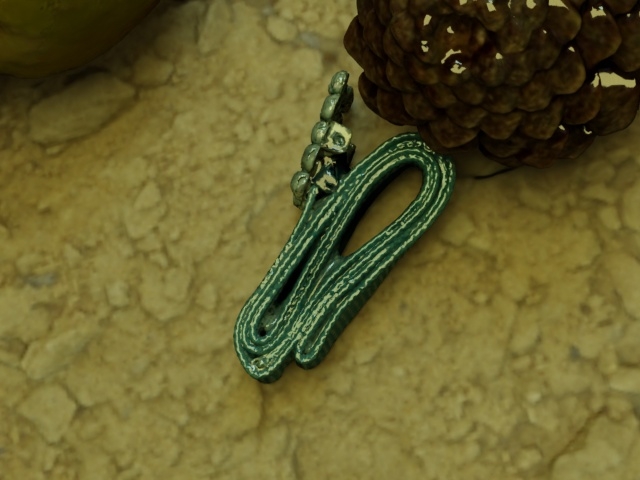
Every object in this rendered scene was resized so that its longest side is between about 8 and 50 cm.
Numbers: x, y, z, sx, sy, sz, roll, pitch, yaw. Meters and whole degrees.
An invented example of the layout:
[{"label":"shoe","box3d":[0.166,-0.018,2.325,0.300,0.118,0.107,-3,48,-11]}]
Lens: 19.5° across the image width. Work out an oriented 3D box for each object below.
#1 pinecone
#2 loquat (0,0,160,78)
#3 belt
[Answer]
[{"label":"pinecone","box3d":[0.117,-0.141,1.060,0.184,0.204,0.179,15,122,11]},{"label":"loquat","box3d":[-0.166,-0.218,1.114,0.213,0.213,0.246,19,54,14]},{"label":"belt","box3d":[0.000,0.000,1.104,0.100,0.065,0.179,36,84,6]}]
